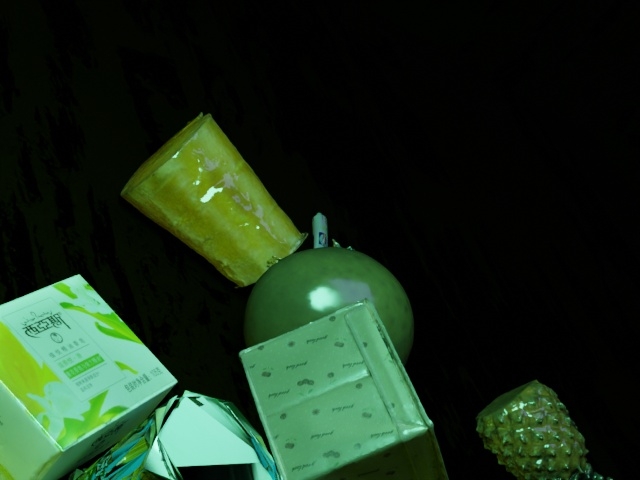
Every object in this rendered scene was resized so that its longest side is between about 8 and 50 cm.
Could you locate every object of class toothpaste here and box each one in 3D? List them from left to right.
[{"bbox_3d":[0.000,0.000,2.369,0.045,0.028,0.170,50,20,-28],"label":"toothpaste"}]

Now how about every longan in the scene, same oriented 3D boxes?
[{"bbox_3d":[0.011,0.132,1.924,0.258,0.258,0.258,33,26,-19],"label":"longan"}]

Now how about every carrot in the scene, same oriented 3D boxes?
[{"bbox_3d":[-0.164,-0.052,2.067,0.254,0.196,0.196,47,24,-11],"label":"carrot"}]

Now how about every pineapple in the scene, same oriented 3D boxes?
[{"bbox_3d":[0.414,0.401,2.203,0.340,0.169,0.169,52,26,4],"label":"pineapple"}]

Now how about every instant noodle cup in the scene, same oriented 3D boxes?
[{"bbox_3d":[-0.162,0.300,1.475,0.240,0.178,0.240,34,26,-19],"label":"instant noodle cup"}]

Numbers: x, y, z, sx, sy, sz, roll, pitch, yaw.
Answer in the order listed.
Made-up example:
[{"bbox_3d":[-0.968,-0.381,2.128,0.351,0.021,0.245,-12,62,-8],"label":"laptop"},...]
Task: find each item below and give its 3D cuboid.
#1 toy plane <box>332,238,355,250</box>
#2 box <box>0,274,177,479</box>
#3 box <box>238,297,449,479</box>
[{"bbox_3d":[0.050,0.041,2.337,0.188,0.062,0.135,-86,152,-63],"label":"toy plane"},{"bbox_3d":[-0.322,0.168,1.541,0.194,0.111,0.260,45,27,8],"label":"box"},{"bbox_3d":[0.044,0.265,1.667,0.297,0.190,0.225,71,-4,-48],"label":"box"}]
